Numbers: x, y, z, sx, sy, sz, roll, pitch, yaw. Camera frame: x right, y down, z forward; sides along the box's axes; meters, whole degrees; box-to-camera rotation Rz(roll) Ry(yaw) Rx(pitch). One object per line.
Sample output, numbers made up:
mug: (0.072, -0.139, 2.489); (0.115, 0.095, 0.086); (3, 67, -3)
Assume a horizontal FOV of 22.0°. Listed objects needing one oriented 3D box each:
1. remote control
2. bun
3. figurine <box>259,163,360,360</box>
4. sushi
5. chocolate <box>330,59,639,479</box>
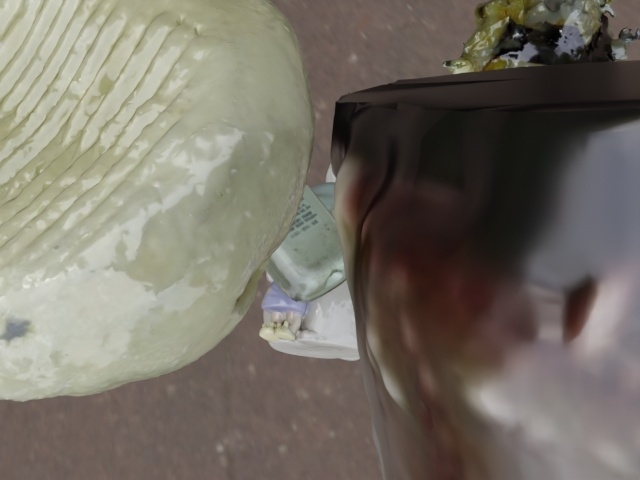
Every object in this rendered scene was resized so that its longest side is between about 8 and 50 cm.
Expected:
remote control: (-0.080, -0.076, 1.588); (0.090, 0.038, 0.309); (-33, 77, -29)
bun: (-0.112, -0.030, 0.834); (0.259, 0.259, 0.160); (-31, 140, 1)
figurine: (0.000, 0.000, 1.740); (0.155, 0.127, 0.236); (15, 72, -37)
sushi: (0.199, -0.161, 1.475); (0.139, 0.131, 0.291); (50, 55, -44)
chocolate: (0.119, 0.045, 0.553); (0.225, 0.340, 0.210); (-1, 98, 4)
